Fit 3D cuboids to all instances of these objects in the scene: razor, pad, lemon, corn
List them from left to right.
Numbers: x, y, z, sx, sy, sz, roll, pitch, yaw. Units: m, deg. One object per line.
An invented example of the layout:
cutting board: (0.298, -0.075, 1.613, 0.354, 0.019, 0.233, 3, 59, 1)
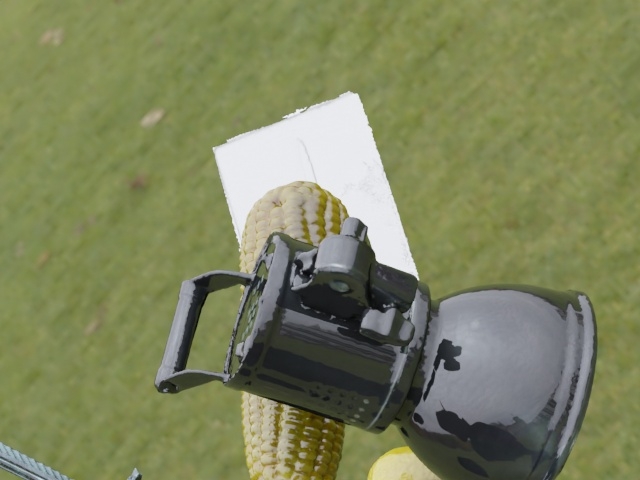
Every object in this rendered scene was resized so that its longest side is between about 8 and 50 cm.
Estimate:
razor: (-0.253, 0.205, 1.475, 0.033, 0.190, 0.066, -57, -16, -54)
corn: (-0.019, 0.067, 1.117, 0.080, 0.080, 0.231, -24, 52, 41)
pad: (0.000, 0.000, 1.435, 0.156, 0.232, 0.004, -21, -7, 25)
lemon: (0.070, 0.197, 1.310, 0.092, 0.065, 0.065, -12, 38, 27)

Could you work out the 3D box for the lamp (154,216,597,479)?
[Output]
lamp: (0.034, 0.061, 0.983, 0.172, 0.227, 0.147, 127, 158, -59)
